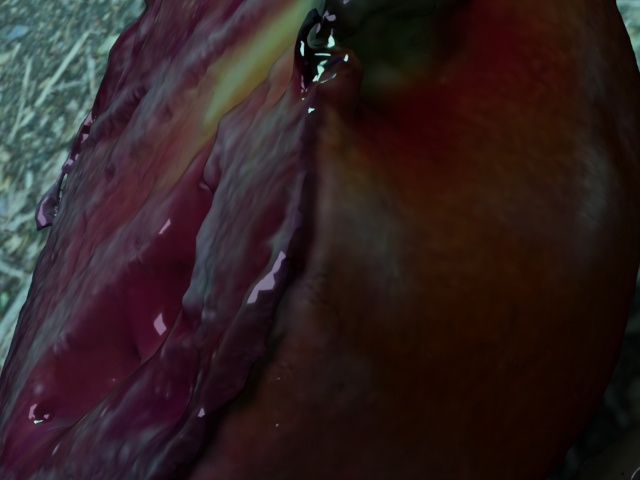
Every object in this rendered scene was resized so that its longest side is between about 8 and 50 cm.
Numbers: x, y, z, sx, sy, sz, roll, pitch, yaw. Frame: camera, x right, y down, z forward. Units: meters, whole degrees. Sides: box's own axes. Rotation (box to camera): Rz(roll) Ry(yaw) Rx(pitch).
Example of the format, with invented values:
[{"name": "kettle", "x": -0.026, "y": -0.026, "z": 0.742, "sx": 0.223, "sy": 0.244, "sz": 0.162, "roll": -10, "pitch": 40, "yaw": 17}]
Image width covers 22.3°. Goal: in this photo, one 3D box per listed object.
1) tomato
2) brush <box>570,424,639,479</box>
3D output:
[{"name": "tomato", "x": 0.004, "y": -0.003, "z": 0.613, "sx": 0.289, "sy": 0.176, "sz": 0.335, "roll": -32, "pitch": 41, "yaw": 52}, {"name": "brush", "x": 0.012, "y": 0.185, "z": 0.552, "sx": 0.327, "sy": 0.065, "sz": 0.070, "roll": -48, "pitch": 38, "yaw": 3}]
